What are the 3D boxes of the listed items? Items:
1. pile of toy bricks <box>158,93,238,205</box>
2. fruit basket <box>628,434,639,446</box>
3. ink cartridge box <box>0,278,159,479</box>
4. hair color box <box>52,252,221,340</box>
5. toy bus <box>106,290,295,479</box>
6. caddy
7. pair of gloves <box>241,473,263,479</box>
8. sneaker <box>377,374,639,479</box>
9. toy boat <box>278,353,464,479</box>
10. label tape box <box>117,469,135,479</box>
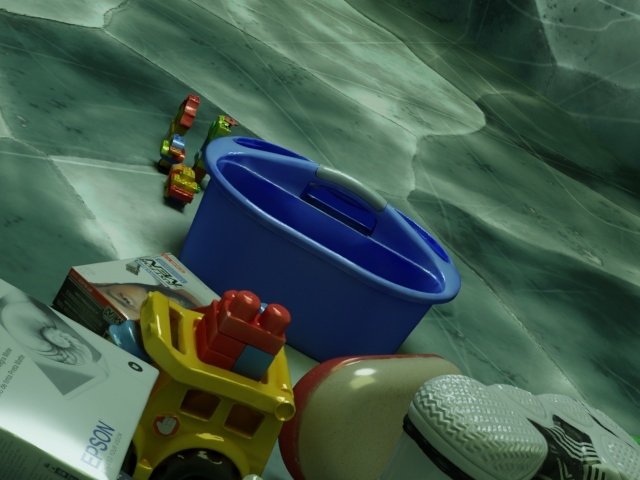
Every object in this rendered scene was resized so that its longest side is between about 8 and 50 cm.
[{"bbox_3d":[-0.141,-0.118,2.050,0.118,0.105,0.212,24,22,-16],"label":"pile of toy bricks"},{"bbox_3d":[0.373,0.294,1.732,0.327,0.165,0.353,7,28,-45],"label":"fruit basket"},{"bbox_3d":[-0.244,0.103,1.220,0.224,0.045,0.223,29,18,-7],"label":"ink cartridge box"},{"bbox_3d":[-0.188,0.065,1.661,0.093,0.053,0.167,40,25,22],"label":"hair color box"},{"bbox_3d":[-0.127,0.120,1.406,0.220,0.211,0.149,21,25,-17],"label":"toy bus"},{"bbox_3d":[0.000,0.000,1.874,0.341,0.179,0.241,29,22,-2],"label":"caddy"},{"bbox_3d":[-0.035,0.312,1.144,0.204,0.042,0.240,-44,120,-68],"label":"pair of gloves"},{"bbox_3d":[0.175,0.255,1.507,0.365,0.210,0.137,18,24,-42],"label":"sneaker"},{"bbox_3d":[0.037,0.185,1.614,0.151,0.151,0.231,8,3,40],"label":"toy boat"},{"bbox_3d":[-0.240,0.230,1.153,0.347,0.115,0.249,35,21,7],"label":"label tape box"}]
